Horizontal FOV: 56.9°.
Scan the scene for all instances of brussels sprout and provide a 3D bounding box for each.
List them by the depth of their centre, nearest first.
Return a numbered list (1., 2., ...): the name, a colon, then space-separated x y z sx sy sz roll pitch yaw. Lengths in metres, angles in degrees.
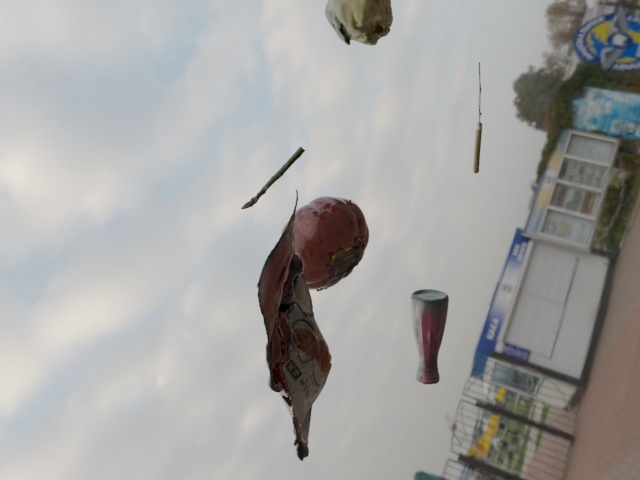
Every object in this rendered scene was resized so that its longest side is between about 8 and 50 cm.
1. brussels sprout: 0.055 -0.345 0.821 0.181 0.100 0.139 -53 -26 -54

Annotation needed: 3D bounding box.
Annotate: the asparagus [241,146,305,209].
1. asparagus: -0.084 -0.105 1.040 0.016 0.016 0.163 31 -64 -35

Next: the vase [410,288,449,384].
1. vase: 0.250 0.226 1.368 0.086 0.086 0.214 -29 -59 -62

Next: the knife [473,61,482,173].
1. knife: 0.391 -0.295 1.457 0.047 0.017 0.298 -59 -30 -50

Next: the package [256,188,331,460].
1. package: -0.032 0.102 0.650 0.194 0.071 0.270 -92 -9 -57

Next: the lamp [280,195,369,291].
1. lamp: 0.000 0.000 1.044 0.182 0.140 0.182 -37 -29 -24
